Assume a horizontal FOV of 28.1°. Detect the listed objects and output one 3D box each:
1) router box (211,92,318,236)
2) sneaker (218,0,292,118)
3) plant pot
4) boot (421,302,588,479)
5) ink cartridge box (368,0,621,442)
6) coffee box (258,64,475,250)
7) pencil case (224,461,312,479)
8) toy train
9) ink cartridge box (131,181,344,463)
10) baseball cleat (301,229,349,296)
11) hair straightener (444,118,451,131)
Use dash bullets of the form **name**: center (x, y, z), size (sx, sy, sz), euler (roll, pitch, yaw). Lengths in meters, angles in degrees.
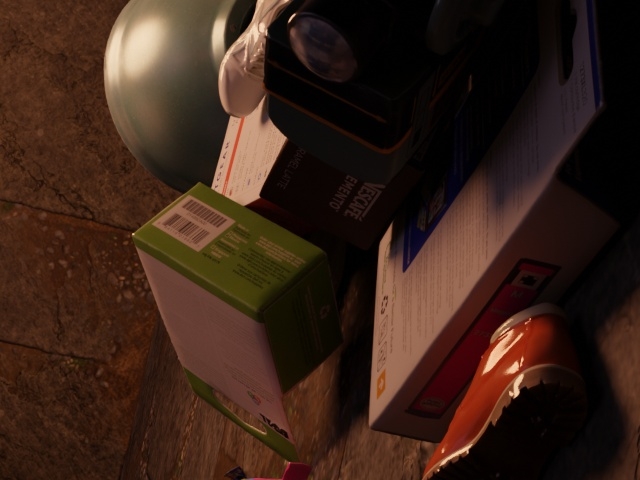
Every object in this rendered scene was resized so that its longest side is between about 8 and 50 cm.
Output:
- **router box**: center (0.007, -0.180, 1.301), size (0.301, 0.082, 0.335), euler (-20, 53, 63)
- **sneaker**: center (-0.057, -0.192, 1.278), size (0.152, 0.054, 0.061), euler (-65, 25, 9)
- **plant pot**: center (-0.087, -0.206, 1.546), size (0.196, 0.293, 0.293), euler (-13, 63, 56)
- **boot**: center (0.110, 0.107, 0.783), size (0.158, 0.059, 0.084), euler (-56, 19, 38)
- **ink cartridge box**: center (0.119, -0.027, 0.848), size (0.371, 0.069, 0.175), euler (114, 165, -51)
- **coffee box**: center (0.059, -0.134, 0.996), size (0.246, 0.098, 0.141), euler (-63, 2, -29)
- **pencil case**: center (-0.051, 0.328, 1.173), size (0.104, 0.105, 0.236), euler (127, 152, -62)
- **toy train**: center (0.080, -0.191, 0.839), size (0.334, 0.142, 0.190), euler (-53, -16, -32)
- **ink cartridge box**: center (-0.071, 0.092, 1.313), size (0.097, 0.189, 0.255), euler (-41, -40, -26)
- **baseball cleat**: center (0.000, 0.000, 1.391), size (0.109, 0.072, 0.205), euler (-109, 43, -80)
- **hair straightener**: center (0.089, -0.209, 1.135), size (0.047, 0.089, 0.230), euler (-16, 58, 59)
